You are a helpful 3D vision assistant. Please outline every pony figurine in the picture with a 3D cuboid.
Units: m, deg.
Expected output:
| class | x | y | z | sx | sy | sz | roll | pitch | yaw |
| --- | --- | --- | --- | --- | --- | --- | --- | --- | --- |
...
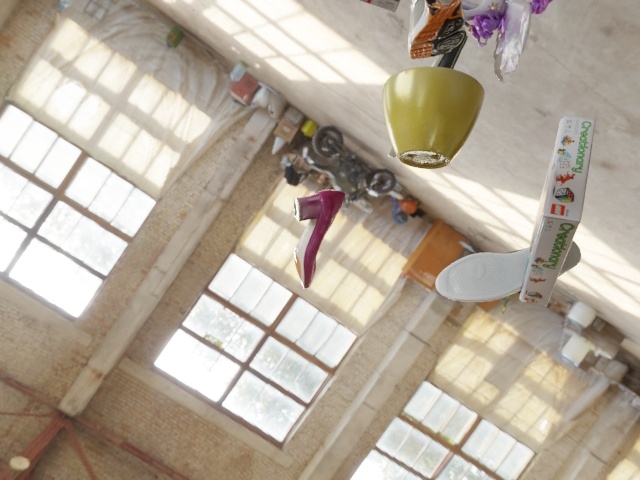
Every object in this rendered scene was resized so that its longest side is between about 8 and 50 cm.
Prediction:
| class | x | y | z | sx | sy | sz | roll | pitch | yaw |
| --- | --- | --- | --- | --- | --- | --- | --- | --- | --- |
| pony figurine | 0.483 | -0.643 | 1.328 | 0.363 | 0.351 | 0.303 | 17 | -162 | 5 |

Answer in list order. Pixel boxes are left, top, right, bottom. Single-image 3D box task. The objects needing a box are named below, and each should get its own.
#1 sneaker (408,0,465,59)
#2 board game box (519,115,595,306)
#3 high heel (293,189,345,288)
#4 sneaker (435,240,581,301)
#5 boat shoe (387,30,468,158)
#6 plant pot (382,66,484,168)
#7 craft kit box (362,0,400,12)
| class | x | y | z | sx | sy | sz | roll | pitch | yaw |
| --- | --- | --- | --- | --- | --- | --- | --- | --- | --- |
| sneaker | 0.197 | -0.425 | 0.830 | 0.262 | 0.099 | 0.121 | 80 | -179 | -74 |
| board game box | 0.401 | -0.034 | 0.832 | 0.053 | 0.193 | 0.305 | 12 | 154 | 22 |
| high heel | 0.000 | 0.000 | 1.104 | 0.117 | 0.244 | 0.082 | -10 | -153 | -18 |
| sneaker | 0.393 | 0.083 | 1.043 | 0.147 | 0.295 | 0.105 | 68 | -173 | -67 |
| boat shoe | 0.285 | -0.336 | 1.158 | 0.113 | 0.340 | 0.127 | 27 | -178 | 3 |
| plant pot | 0.141 | -0.151 | 0.637 | 0.134 | 0.095 | 0.134 | 10 | 170 | 2 |
| craft kit box | 0.124 | -0.720 | 1.176 | 0.249 | 0.247 | 0.061 | 8 | -137 | -19 |
